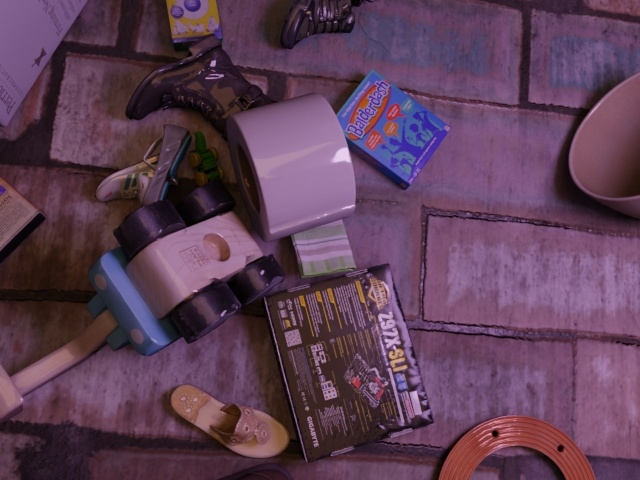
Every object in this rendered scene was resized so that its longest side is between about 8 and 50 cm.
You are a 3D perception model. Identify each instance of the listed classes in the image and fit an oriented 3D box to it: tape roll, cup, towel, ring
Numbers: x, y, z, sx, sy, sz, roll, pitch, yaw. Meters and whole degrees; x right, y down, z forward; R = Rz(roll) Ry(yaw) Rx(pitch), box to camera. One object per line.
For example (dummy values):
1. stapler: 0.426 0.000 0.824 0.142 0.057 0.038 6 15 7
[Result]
1. tape roll: -0.058 -0.135 1.182 0.169 0.246 0.246 -18 83 -14
2. cup: 0.716 -0.162 1.292 0.237 0.331 0.331 34 76 -28
3. towel: 0.000 0.000 1.253 0.113 0.023 0.152 -10 56 -10
4. ring: 0.383 0.513 1.247 0.337 0.032 0.336 1 80 -7

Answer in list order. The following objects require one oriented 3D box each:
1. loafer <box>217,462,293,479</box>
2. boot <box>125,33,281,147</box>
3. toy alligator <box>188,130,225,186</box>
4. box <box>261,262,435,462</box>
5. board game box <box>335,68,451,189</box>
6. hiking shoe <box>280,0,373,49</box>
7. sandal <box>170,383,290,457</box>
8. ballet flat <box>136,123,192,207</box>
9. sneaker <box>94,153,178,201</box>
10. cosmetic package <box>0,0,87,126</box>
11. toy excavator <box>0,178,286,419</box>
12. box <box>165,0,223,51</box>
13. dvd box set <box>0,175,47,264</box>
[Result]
1. loafer: -0.216 0.497 1.113 0.366 0.130 0.134 -24 84 -11
2. boot: -0.224 -0.258 1.268 0.263 0.091 0.229 -40 96 -5
3. toy alligator: -0.222 -0.119 1.260 0.056 0.051 0.189 -27 105 -42
4. box: 0.049 0.229 1.225 0.257 0.079 0.322 -14 82 -12
5. board game box: 0.142 -0.232 1.331 0.210 0.047 0.160 36 78 0
6. hiking shoe: 0.013 -0.471 1.335 0.114 0.086 0.227 40 77 4
7. sandal: -0.167 0.338 1.173 0.240 0.079 0.088 27 78 -3
8. ballet flat: -0.306 -0.121 1.194 0.068 0.072 0.213 19 73 -6
9. sneaker: -0.352 -0.104 1.234 0.161 0.057 0.075 -28 80 -14
10. cosmetic package: -0.647 -0.483 1.120 0.327 0.329 0.393 28 79 -3
11. toy excavator: -0.343 0.136 1.125 0.222 0.445 0.433 54 34 4
12. box: -0.266 -0.488 1.321 0.105 0.043 0.179 -10 80 -10
13. dvd box set: -0.773 -0.074 1.169 0.420 0.062 0.307 40 78 0
